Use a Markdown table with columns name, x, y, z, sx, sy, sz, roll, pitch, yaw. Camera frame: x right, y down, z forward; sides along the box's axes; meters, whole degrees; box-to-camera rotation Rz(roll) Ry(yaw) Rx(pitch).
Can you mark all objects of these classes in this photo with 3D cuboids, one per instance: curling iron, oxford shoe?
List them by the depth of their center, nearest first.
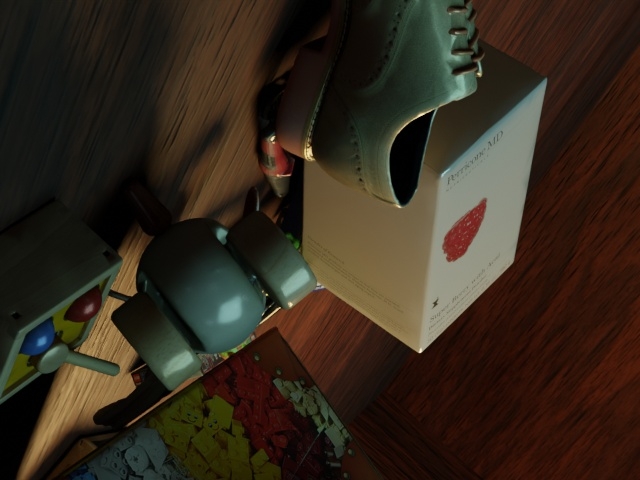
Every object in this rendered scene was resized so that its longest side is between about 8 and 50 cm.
| name | x | y | z | sx | sy | sz | roll | pitch | yaw |
| --- | --- | --- | --- | --- | --- | --- | --- | --- | --- |
| oxford shoe | 0.090 | -0.198 | 1.239 | 0.140 | 0.146 | 0.397 | -37 | 158 | -42 |
| curling iron | -0.035 | -0.087 | 1.486 | 0.068 | 0.035 | 0.274 | -46 | 169 | -14 |

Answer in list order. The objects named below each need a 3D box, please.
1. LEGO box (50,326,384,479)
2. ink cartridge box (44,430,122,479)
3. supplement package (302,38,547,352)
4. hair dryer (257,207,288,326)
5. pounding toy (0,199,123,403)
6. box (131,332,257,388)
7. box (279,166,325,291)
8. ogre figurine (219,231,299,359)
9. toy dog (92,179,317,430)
| name | x | y | z | sx | sy | sz | roll | pitch | yaw |
| --- | --- | --- | --- | --- | --- | --- | --- | --- | --- |
| LEGO box | -0.236 | 0.331 | 1.405 | 0.500 | 0.193 | 0.372 | -37 | 178 | 38 |
| ink cartridge box | -0.303 | 0.344 | 1.818 | 0.235 | 0.088 | 0.193 | -49 | 171 | 3 |
| supplement package | 0.100 | -0.062 | 1.563 | 0.177 | 0.175 | 0.293 | -41 | 152 | -28 |
| hair dryer | 0.000 | 0.000 | 1.878 | 0.293 | 0.080 | 0.223 | -16 | 152 | -45 |
| pounding toy | -0.210 | 0.062 | 1.130 | 0.130 | 0.100 | 0.141 | -38 | 165 | -43 |
| box | -0.145 | 0.135 | 1.750 | 0.094 | 0.027 | 0.137 | -17 | -174 | 27 |
| box | 0.017 | -0.045 | 1.691 | 0.136 | 0.036 | 0.225 | -8 | 127 | -55 |
| ogre figurine | -0.111 | 0.073 | 1.618 | 0.197 | 0.097 | 0.118 | -18 | -166 | 20 |
| toy dog | -0.121 | 0.030 | 1.324 | 0.220 | 0.161 | 0.333 | -34 | 178 | -26 |
